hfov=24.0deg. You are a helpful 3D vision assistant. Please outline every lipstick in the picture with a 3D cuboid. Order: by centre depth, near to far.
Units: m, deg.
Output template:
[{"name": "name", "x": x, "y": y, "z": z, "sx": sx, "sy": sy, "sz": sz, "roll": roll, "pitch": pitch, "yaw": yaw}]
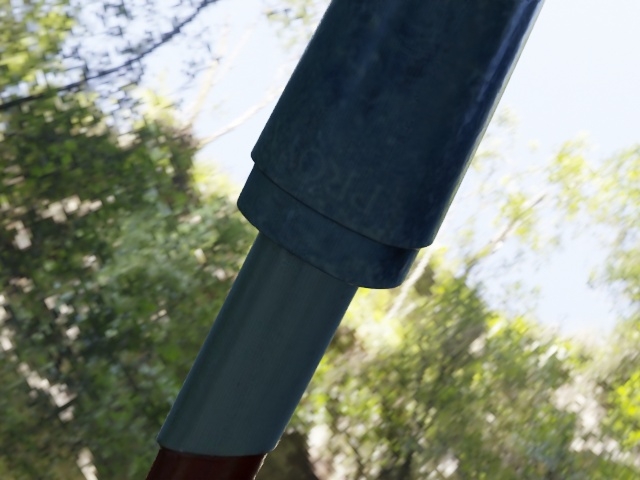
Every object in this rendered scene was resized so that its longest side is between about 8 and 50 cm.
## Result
[{"name": "lipstick", "x": 0.000, "y": 0.000, "z": 0.516, "sx": 0.068, "sy": 0.061, "sz": 0.274, "roll": 33, "pitch": -73, "yaw": 24}]
